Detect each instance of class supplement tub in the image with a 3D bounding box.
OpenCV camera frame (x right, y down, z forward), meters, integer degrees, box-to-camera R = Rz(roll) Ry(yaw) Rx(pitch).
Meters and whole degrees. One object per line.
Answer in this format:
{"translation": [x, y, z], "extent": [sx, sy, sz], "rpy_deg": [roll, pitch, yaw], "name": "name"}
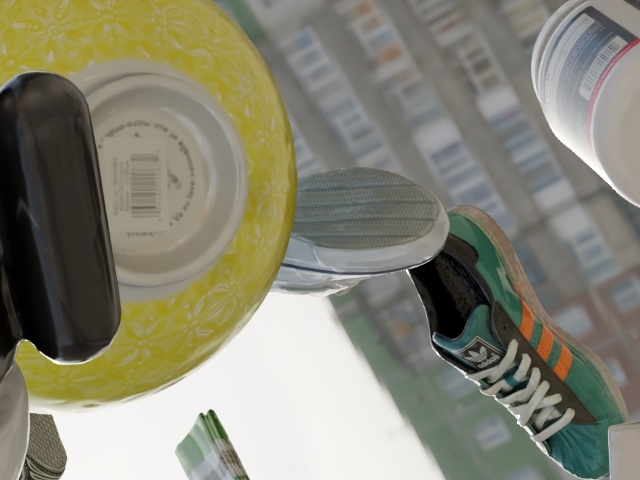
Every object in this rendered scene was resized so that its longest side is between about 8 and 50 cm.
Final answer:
{"translation": [0.338, -0.153, 2.047], "extent": [0.191, 0.191, 0.272], "rpy_deg": [55, -178, -22], "name": "supplement tub"}

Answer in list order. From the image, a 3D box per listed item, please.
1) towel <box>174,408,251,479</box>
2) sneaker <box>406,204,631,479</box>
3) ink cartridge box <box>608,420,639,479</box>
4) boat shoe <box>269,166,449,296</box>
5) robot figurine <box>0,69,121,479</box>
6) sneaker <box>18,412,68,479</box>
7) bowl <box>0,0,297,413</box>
{"translation": [-0.089, 0.241, 1.814], "extent": [0.023, 0.113, 0.152], "rpy_deg": [-20, -109, -30], "name": "towel"}
{"translation": [0.174, 0.109, 1.864], "extent": [0.302, 0.108, 0.121], "rpy_deg": [54, -145, 7], "name": "sneaker"}
{"translation": [0.212, 0.164, 1.175], "extent": [0.122, 0.052, 0.088], "rpy_deg": [43, -137, -59], "name": "ink cartridge box"}
{"translation": [0.000, 0.000, 1.381], "extent": [0.083, 0.226, 0.075], "rpy_deg": [-57, -45, -31], "name": "boat shoe"}
{"translation": [-0.201, 0.003, 0.696], "extent": [0.173, 0.209, 0.278], "rpy_deg": [-36, -56, -47], "name": "robot figurine"}
{"translation": [-0.253, 0.048, 1.464], "extent": [0.134, 0.146, 0.343], "rpy_deg": [-100, -6, -62], "name": "sneaker"}
{"translation": [-0.125, -0.034, 1.129], "extent": [0.289, 0.289, 0.156], "rpy_deg": [57, 159, -18], "name": "bowl"}
